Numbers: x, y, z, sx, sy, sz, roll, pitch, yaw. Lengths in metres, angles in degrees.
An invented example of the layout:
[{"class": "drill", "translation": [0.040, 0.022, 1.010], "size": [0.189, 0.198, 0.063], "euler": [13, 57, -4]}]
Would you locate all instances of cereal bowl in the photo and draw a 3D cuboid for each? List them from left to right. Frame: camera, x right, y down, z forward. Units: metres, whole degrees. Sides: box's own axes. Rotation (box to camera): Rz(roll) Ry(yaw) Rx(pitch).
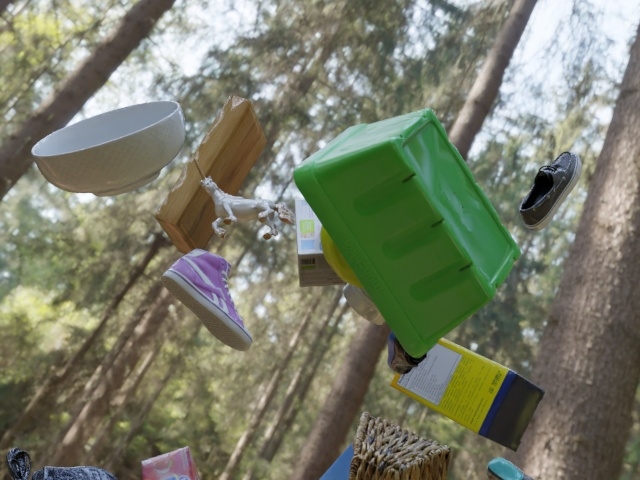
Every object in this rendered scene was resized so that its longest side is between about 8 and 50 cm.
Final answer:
[{"class": "cereal bowl", "translation": [-0.457, -0.192, 1.848], "size": [0.339, 0.339, 0.141], "euler": [3, -61, 35]}]

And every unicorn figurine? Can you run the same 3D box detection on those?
[{"class": "unicorn figurine", "translation": [-0.123, -0.048, 1.230], "size": [0.162, 0.111, 0.060], "euler": [17, -61, -15]}]

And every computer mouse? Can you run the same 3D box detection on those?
[{"class": "computer mouse", "translation": [-0.589, 0.573, 1.892], "size": [0.272, 0.072, 0.188], "euler": [19, 22, -37]}]

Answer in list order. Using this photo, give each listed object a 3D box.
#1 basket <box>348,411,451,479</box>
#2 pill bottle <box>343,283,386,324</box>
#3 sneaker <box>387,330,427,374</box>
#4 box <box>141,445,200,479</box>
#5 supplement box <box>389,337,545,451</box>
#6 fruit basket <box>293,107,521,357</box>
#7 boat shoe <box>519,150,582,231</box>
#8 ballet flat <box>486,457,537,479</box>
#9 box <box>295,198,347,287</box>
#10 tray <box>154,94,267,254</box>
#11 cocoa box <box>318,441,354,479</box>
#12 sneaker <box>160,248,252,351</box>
[{"class": "basket", "translation": [0.098, 0.522, 1.609], "size": [0.223, 0.213, 0.299], "euler": [15, -74, 40]}, {"class": "pill bottle", "translation": [0.196, 0.039, 1.881], "size": [0.176, 0.176, 0.318], "euler": [35, -69, -11]}, {"class": "sneaker", "translation": [0.230, 0.302, 2.151], "size": [0.090, 0.081, 0.232], "euler": [36, -19, 28]}, {"class": "box", "translation": [-0.328, 0.612, 1.888], "size": [0.123, 0.257, 0.128], "euler": [-16, -62, -8]}, {"class": "supplement box", "translation": [0.412, 0.417, 2.340], "size": [0.357, 0.194, 0.195], "euler": [23, -7, 45]}, {"class": "fruit basket", "translation": [0.100, -0.006, 1.396], "size": [0.392, 0.283, 0.392], "euler": [14, -58, 24]}, {"class": "boat shoe", "translation": [0.513, -0.127, 1.865], "size": [0.080, 0.228, 0.076], "euler": [10, -32, 53]}, {"class": "ballet flat", "translation": [0.392, 0.489, 1.586], "size": [0.067, 0.073, 0.206], "euler": [70, -11, -19]}, {"class": "box", "translation": [0.000, 0.000, 1.915], "size": [0.114, 0.203, 0.103], "euler": [-4, -49, -3]}, {"class": "tray", "translation": [-0.288, -0.173, 2.261], "size": [0.076, 0.411, 0.203], "euler": [21, -22, 20]}, {"class": "cocoa box", "translation": [0.096, 0.747, 2.173], "size": [0.231, 0.347, 0.228], "euler": [31, 16, -34]}, {"class": "sneaker", "translation": [-0.244, 0.137, 2.071], "size": [0.282, 0.161, 0.102], "euler": [46, -35, -3]}]
